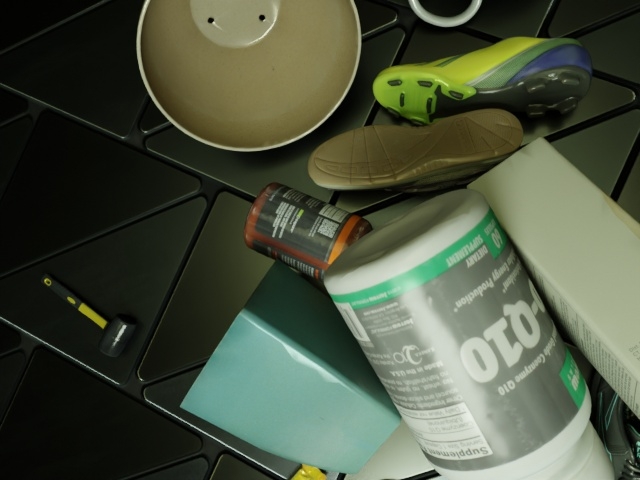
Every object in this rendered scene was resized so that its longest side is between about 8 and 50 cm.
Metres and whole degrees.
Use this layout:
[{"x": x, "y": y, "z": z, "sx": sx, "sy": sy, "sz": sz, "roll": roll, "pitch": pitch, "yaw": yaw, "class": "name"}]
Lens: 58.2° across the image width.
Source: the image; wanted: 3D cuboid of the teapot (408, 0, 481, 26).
[{"x": 0.246, "y": -0.440, "z": 0.754, "sx": 0.187, "sy": 0.256, "sz": 0.252, "roll": 42, "pitch": 70, "yaw": -20, "class": "teapot"}]

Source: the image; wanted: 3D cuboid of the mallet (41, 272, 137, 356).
[{"x": -0.375, "y": 0.116, "z": 0.905, "sx": 0.190, "sy": 0.039, "sz": 0.062, "roll": 24, "pitch": 92, "yaw": 18, "class": "mallet"}]

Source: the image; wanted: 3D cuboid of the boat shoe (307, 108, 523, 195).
[{"x": 0.128, "y": -0.105, "z": 0.789, "sx": 0.285, "sy": 0.092, "sz": 0.103, "roll": -11, "pitch": 59, "yaw": 7, "class": "boat shoe"}]

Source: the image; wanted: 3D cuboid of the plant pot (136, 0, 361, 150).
[{"x": -0.107, "y": -0.295, "z": 0.794, "sx": 0.284, "sy": 0.284, "sz": 0.191, "roll": -28, "pitch": 44, "yaw": 8, "class": "plant pot"}]

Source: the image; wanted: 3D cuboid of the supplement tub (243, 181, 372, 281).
[{"x": 0.000, "y": 0.000, "z": 0.799, "sx": 0.198, "sy": 0.106, "sz": 0.106, "roll": 24, "pitch": 89, "yaw": 13, "class": "supplement tub"}]

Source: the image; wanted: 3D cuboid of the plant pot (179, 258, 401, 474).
[{"x": -0.018, "y": 0.175, "z": 0.742, "sx": 0.234, "sy": 0.166, "sz": 0.165, "roll": 33, "pitch": 112, "yaw": -3, "class": "plant pot"}]

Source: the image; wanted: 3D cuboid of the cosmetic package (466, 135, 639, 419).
[{"x": 0.309, "y": 0.045, "z": 0.645, "sx": 0.113, "sy": 0.160, "sz": 0.309, "roll": -34, "pitch": 54, "yaw": 5, "class": "cosmetic package"}]

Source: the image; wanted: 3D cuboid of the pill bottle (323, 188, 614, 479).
[{"x": 0.175, "y": 0.141, "z": 0.663, "sx": 0.204, "sy": 0.204, "sz": 0.361, "roll": -30, "pitch": 98, "yaw": 7, "class": "pill bottle"}]

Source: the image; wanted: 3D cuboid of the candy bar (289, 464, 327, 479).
[{"x": -0.058, "y": 0.380, "z": 0.816, "sx": 0.040, "sy": 0.018, "sz": 0.161, "roll": 43, "pitch": 94, "yaw": 16, "class": "candy bar"}]

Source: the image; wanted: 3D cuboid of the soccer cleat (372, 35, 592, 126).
[{"x": 0.220, "y": -0.227, "z": 0.801, "sx": 0.289, "sy": 0.093, "sz": 0.121, "roll": 0, "pitch": 54, "yaw": 16, "class": "soccer cleat"}]

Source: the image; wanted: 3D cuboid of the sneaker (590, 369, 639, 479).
[{"x": 0.368, "y": 0.271, "z": 0.694, "sx": 0.101, "sy": 0.106, "sz": 0.267, "roll": 2, "pitch": 86, "yaw": 10, "class": "sneaker"}]
